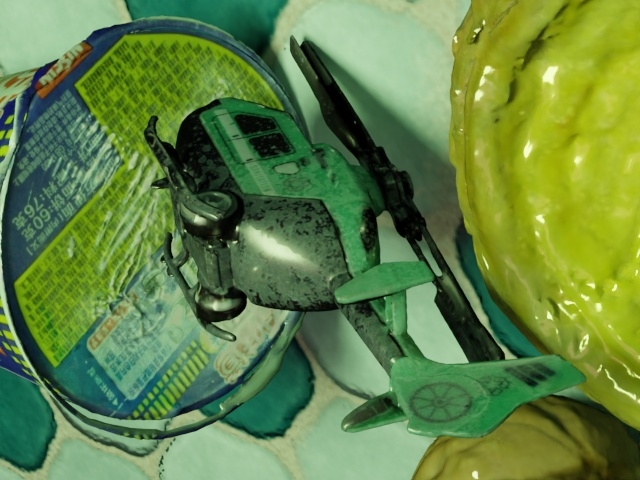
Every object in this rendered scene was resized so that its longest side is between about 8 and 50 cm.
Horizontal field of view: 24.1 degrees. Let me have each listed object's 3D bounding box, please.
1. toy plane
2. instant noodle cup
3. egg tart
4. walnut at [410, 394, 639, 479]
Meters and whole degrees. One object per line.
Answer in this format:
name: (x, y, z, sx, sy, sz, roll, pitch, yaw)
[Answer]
toy plane: (0.000, 0.000, 0.883, 0.381, 0.155, 0.106, -126, 25, -52)
instant noodle cup: (-0.202, -0.016, 1.099, 0.312, 0.284, 0.284, 5, 118, 46)
egg tart: (0.230, -0.042, 0.799, 0.345, 0.132, 0.345, 21, 127, 30)
walnut: (0.139, 0.207, 0.994, 0.213, 0.213, 0.213, 20, 127, 29)
